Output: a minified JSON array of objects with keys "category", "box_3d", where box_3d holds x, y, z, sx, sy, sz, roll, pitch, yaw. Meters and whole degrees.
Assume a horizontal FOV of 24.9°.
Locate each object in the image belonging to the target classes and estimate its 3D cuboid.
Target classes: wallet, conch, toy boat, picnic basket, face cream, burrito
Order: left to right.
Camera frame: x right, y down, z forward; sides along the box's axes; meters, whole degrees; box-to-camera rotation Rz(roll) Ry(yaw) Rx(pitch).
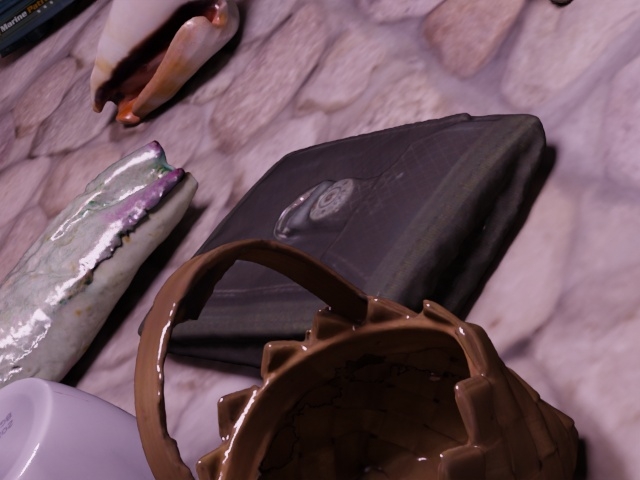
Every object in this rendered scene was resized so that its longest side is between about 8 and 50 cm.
[{"category":"burrito","box_3d":[-0.190,0.064,0.934,0.309,0.066,0.096,-53,35,-11]},{"category":"toy boat","box_3d":[-0.254,-0.271,1.395,0.246,0.103,0.093,-29,33,23]},{"category":"face cream","box_3d":[-0.131,0.134,0.730,0.117,0.104,0.117,-33,33,25]},{"category":"conch","box_3d":[-0.124,-0.161,1.099,0.176,0.104,0.094,-46,-10,10]},{"category":"wallet","box_3d":[0.000,0.000,0.789,0.245,0.052,0.168,0,49,55]},{"category":"picnic basket","box_3d":[0.005,0.075,0.551,0.138,0.178,0.128,-22,38,37]}]

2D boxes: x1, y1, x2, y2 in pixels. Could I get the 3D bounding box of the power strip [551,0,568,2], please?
[{"category":"power strip","box_3d":[0.202,-0.258,0.842,0.286,0.048,0.080,-48,30,-6]}]
